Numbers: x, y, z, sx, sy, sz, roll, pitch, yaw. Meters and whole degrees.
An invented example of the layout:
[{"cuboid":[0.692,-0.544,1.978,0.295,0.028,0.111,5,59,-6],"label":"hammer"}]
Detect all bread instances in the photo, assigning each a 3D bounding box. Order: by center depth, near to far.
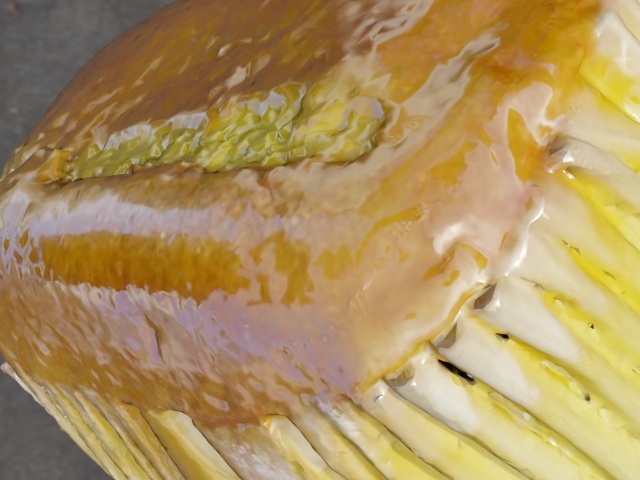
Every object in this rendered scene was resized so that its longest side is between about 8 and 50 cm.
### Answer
[{"cuboid":[0.000,0.000,0.562,0.288,0.156,0.204,-2,55,49],"label":"bread"}]
